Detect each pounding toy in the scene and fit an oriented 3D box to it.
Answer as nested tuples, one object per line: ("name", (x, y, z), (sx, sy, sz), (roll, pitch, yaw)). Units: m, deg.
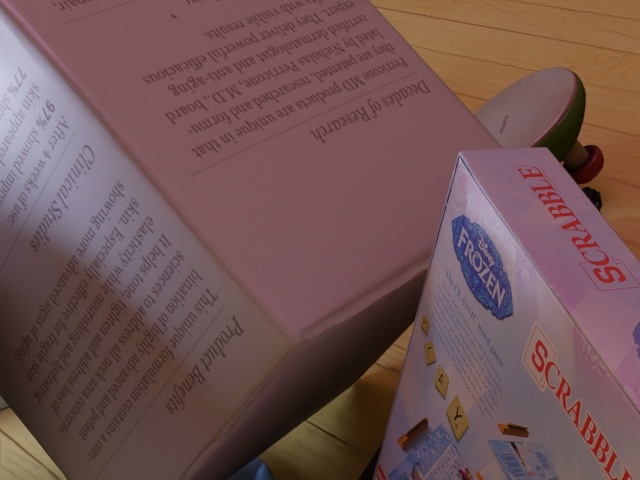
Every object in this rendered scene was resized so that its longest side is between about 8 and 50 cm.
("pounding toy", (0.224, -0.073, 1.460), (0.237, 0.110, 0.183), (-52, 22, -22))

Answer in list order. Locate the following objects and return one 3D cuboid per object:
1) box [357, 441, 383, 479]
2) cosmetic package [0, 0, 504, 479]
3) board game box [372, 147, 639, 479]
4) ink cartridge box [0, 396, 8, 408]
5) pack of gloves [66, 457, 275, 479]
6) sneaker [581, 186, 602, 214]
("box", (0.122, 0.202, 1.015), (0.183, 0.059, 0.232), (8, 42, 33))
("cosmetic package", (-0.114, -0.038, 1.089), (0.393, 0.329, 0.327), (49, 44, 10))
("board game box", (0.133, 0.165, 0.748), (0.066, 0.318, 0.318), (-5, 40, -21))
("ink cartridge box", (-0.380, 0.036, 1.440), (0.197, 0.198, 0.270), (-21, 27, -11))
("pack of gloves", (-0.115, 0.241, 1.118), (0.195, 0.046, 0.232), (-19, 28, -34))
("sneaker", (0.271, -0.007, 1.329), (0.058, 0.084, 0.152), (-20, 28, -12))
